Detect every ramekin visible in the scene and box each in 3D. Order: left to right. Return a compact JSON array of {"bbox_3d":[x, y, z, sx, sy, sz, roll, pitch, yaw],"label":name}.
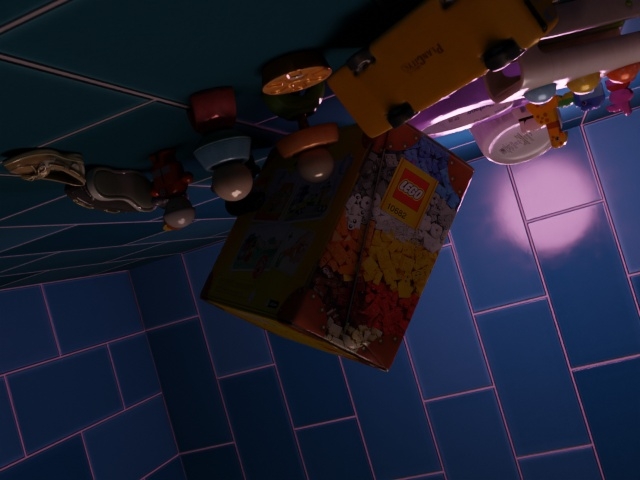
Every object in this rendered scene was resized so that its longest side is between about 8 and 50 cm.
[{"bbox_3d":[0.443,-0.262,1.582,0.207,0.109,0.207,-9,151,-5],"label":"ramekin"}]

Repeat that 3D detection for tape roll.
[{"bbox_3d":[0.266,-0.274,1.348,0.275,0.090,0.275,-16,177,-1],"label":"tape roll"}]

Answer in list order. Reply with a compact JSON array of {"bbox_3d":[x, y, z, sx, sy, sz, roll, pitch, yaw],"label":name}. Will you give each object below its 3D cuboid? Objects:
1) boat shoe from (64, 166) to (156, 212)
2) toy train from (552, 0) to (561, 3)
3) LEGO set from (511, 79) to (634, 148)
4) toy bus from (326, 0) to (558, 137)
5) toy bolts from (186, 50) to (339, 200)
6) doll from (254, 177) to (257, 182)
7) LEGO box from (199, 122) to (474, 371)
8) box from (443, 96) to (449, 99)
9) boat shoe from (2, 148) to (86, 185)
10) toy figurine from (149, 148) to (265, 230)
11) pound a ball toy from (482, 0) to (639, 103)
[{"bbox_3d":[-0.390,-0.093,1.328,0.069,0.081,0.228,-14,171,16],"label":"boat shoe"},{"bbox_3d":[0.290,-0.330,0.986,0.036,0.027,0.158,2,166,-45],"label":"toy train"},{"bbox_3d":[0.455,-0.224,1.279,0.227,0.093,0.087,-12,-174,40],"label":"LEGO set"},{"bbox_3d":[0.138,-0.232,0.843,0.130,0.108,0.333,-43,-169,-31],"label":"toy bus"},{"bbox_3d":[-0.072,-0.153,1.022,0.229,0.158,0.218,-16,178,-11],"label":"toy bolts"},{"bbox_3d":[-0.129,-0.154,1.948,0.129,0.046,0.189,-7,175,23],"label":"doll"},{"bbox_3d":[0.000,0.000,1.311,0.193,0.372,0.500,30,168,-23],"label":"LEGO box"},{"bbox_3d":[0.131,-0.252,1.139,0.137,0.072,0.126,-17,178,16],"label":"box"},{"bbox_3d":[-0.418,-0.108,1.076,0.056,0.048,0.153,-17,177,17],"label":"boat shoe"},{"bbox_3d":[-0.224,-0.100,1.360,0.213,0.148,0.209,-16,178,-18],"label":"toy figurine"},{"bbox_3d":[0.424,-0.303,1.173,0.319,0.135,0.208,-15,177,-13],"label":"pound a ball toy"}]
